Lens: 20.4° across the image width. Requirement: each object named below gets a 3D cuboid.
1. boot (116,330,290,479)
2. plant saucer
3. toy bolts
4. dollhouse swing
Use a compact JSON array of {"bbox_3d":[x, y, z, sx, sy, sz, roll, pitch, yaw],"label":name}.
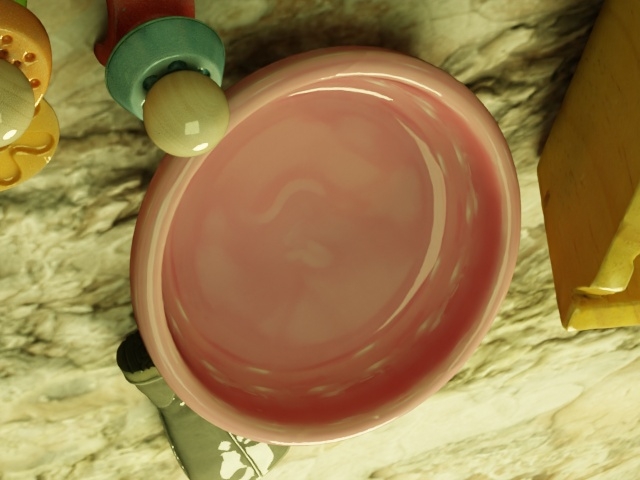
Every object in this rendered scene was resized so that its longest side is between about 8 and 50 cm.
[{"bbox_3d":[-0.068,0.135,1.584,0.189,0.076,0.208,-19,132,11],"label":"boot"},{"bbox_3d":[0.000,0.000,1.420,0.332,0.084,0.332,-10,115,-21],"label":"plant saucer"},{"bbox_3d":[-0.175,-0.090,1.247,0.228,0.158,0.218,-11,135,-17],"label":"toy bolts"},{"bbox_3d":[0.375,-0.112,1.418,0.305,0.315,0.347,12,127,-9],"label":"dollhouse swing"}]
